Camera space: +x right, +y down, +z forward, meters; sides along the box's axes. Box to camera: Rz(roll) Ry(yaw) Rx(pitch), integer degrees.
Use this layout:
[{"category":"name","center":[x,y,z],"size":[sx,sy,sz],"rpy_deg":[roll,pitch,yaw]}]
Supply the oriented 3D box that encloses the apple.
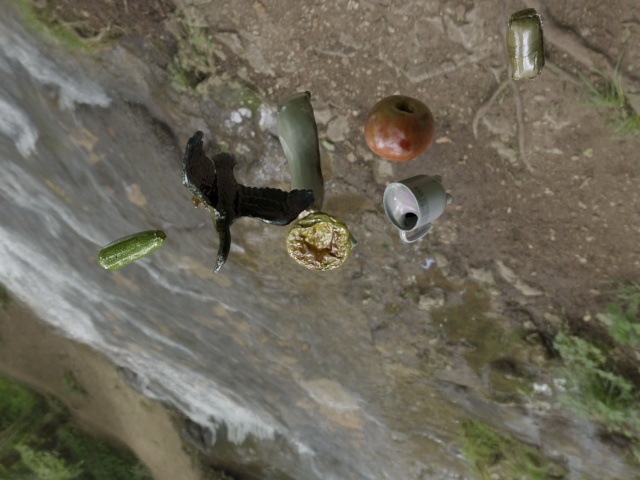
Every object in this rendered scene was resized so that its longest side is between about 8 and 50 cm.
[{"category":"apple","center":[0.230,-0.325,1.294],"size":[0.210,0.209,0.164],"rpy_deg":[17,138,3]}]

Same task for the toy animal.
[{"category":"toy animal","center":[-0.146,-0.051,0.721],"size":[0.273,0.197,0.160],"rpy_deg":[16,-171,-42]}]

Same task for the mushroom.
[{"category":"mushroom","center":[-0.042,-0.205,1.082],"size":[0.098,0.350,0.109],"rpy_deg":[-13,170,13]}]

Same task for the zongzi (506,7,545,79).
[{"category":"zongzi","center":[0.581,-0.583,1.256],"size":[0.099,0.197,0.194],"rpy_deg":[2,146,28]}]

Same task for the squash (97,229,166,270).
[{"category":"squash","center":[-0.444,0.020,1.042],"size":[0.201,0.066,0.066],"rpy_deg":[-20,132,22]}]

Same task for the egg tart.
[{"category":"egg tart","center":[0.000,0.000,0.838],"size":[0.131,0.052,0.130],"rpy_deg":[1,122,1]}]

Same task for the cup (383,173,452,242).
[{"category":"cup","center":[0.270,-0.089,1.184],"size":[0.134,0.142,0.173],"rpy_deg":[-9,101,61]}]

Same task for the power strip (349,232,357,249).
[{"category":"power strip","center":[0.071,-0.014,1.248],"size":[0.090,0.016,0.040],"rpy_deg":[53,155,11]}]
